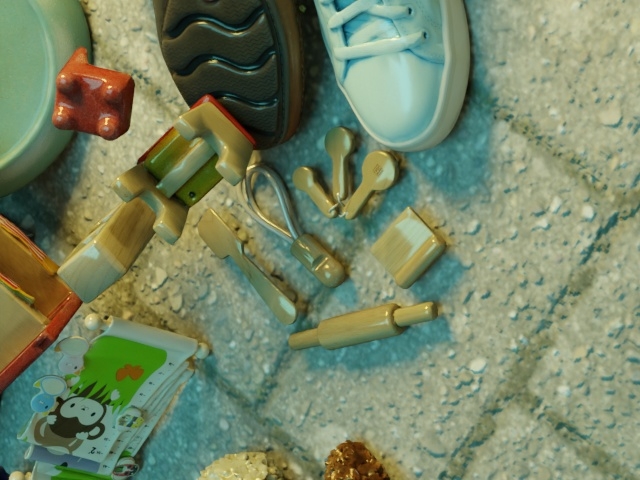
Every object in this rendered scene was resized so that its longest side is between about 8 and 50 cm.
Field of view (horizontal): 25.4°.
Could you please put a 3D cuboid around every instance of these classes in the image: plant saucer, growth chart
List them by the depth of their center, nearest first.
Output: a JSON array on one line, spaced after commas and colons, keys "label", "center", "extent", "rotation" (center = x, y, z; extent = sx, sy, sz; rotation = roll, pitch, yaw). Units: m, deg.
[{"label": "growth chart", "center": [-0.217, 0.170, 1.417], "extent": [0.237, 0.172, 0.021], "rotation": [-59, 43, 25]}, {"label": "plant saucer", "center": [-0.389, -0.178, 1.419], "extent": [0.317, 0.044, 0.318], "rotation": [-2, 108, -5]}]

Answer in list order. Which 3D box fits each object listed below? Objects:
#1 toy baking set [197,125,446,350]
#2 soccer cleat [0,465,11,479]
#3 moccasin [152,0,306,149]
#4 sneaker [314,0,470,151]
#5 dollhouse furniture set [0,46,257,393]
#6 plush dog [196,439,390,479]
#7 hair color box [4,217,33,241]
[{"label": "toy baking set", "center": [0.003, 0.006, 1.313], "extent": [0.256, 0.030, 0.197], "rotation": [-21, 84, 35]}, {"label": "soccer cleat", "center": [-0.266, 0.331, 1.502], "extent": [0.289, 0.093, 0.121], "rotation": [21, 111, 28]}, {"label": "moccasin", "center": [-0.087, -0.261, 1.251], "extent": [0.139, 0.147, 0.380], "rotation": [-7, 115, 27]}, {"label": "sneaker", "center": [0.016, -0.247, 1.179], "extent": [0.135, 0.150, 0.366], "rotation": [-13, 91, 36]}, {"label": "dollhouse furniture set", "center": [-0.248, -0.043, 1.324], "extent": [0.374, 0.152, 0.201], "rotation": [-40, 101, 24]}, {"label": "plush dog", "center": [-0.006, 0.312, 1.294], "extent": [0.225, 0.210, 0.262], "rotation": [-20, 87, 12]}, {"label": "hair color box", "center": [-0.446, 0.123, 1.594], "extent": [0.174, 0.105, 0.347], "rotation": [27, 113, 26]}]
